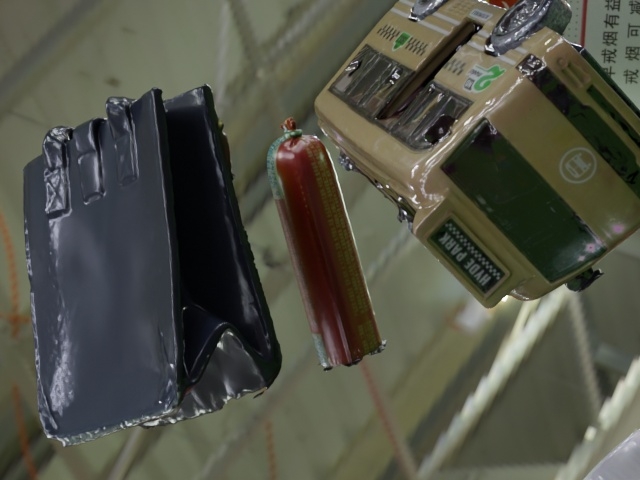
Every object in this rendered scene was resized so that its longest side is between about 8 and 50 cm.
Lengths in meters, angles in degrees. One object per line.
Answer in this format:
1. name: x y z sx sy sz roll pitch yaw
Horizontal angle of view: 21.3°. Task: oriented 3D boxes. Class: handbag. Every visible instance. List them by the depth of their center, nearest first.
1. handbag: -0.180 0.023 1.688 0.122 0.303 0.329 -2 -102 -35

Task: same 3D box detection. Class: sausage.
1. sausage: 0.000 0.000 1.769 0.083 0.083 0.264 -25 -77 -47

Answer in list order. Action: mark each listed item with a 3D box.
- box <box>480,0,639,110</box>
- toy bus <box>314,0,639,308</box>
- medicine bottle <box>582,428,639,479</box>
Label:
1. box: 0.273 -0.267 2.074 0.095 0.330 0.210 -98 9 -75
2. toy bus: 0.100 -0.067 1.066 0.157 0.289 0.139 -46 -69 1
3. medicine bottle: 0.293 0.266 1.175 0.165 0.273 0.165 -39 -27 -24
